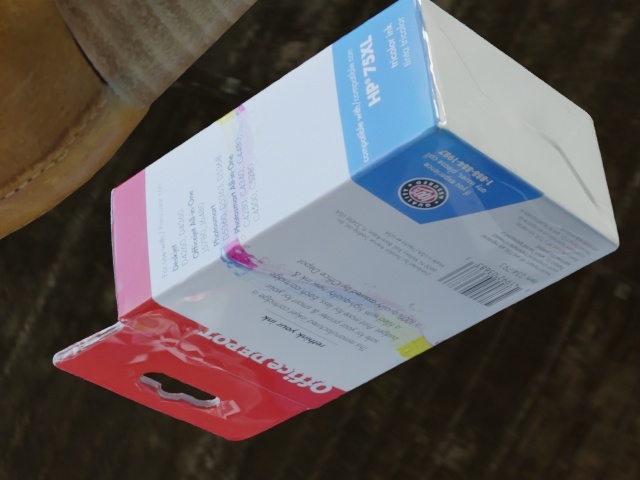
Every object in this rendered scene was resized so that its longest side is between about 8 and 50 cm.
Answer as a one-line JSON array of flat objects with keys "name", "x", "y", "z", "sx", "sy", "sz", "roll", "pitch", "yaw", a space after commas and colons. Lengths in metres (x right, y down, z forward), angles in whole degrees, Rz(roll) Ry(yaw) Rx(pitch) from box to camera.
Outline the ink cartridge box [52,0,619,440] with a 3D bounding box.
[{"name": "ink cartridge box", "x": 0.000, "y": 0.000, "z": 0.848, "sx": 0.231, "sy": 0.078, "sz": 0.134, "roll": -30, "pitch": -40, "yaw": 30}]

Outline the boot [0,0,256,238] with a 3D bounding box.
[{"name": "boot", "x": -0.132, "y": -0.118, "z": 0.467, "sx": 0.211, "sy": 0.104, "sz": 0.295, "roll": -35, "pitch": -122, "yaw": 6}]
